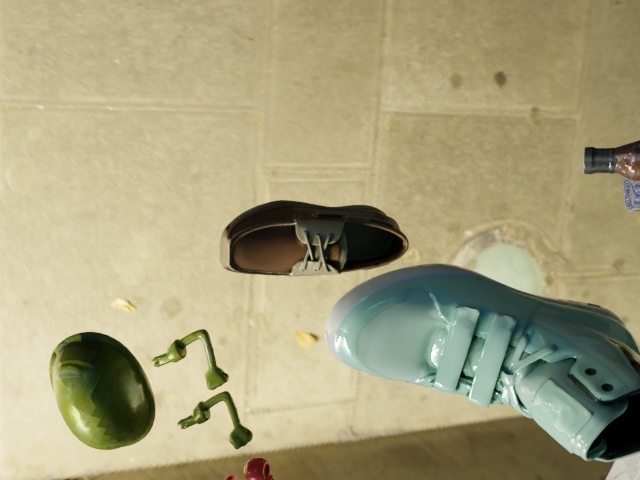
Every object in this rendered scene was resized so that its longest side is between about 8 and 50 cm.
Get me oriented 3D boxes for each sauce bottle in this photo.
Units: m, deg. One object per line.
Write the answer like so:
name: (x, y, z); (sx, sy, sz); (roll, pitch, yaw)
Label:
sauce bottle: (0.310, -0.074, 0.887); (0.128, 0.042, 0.042); (3, 106, 16)

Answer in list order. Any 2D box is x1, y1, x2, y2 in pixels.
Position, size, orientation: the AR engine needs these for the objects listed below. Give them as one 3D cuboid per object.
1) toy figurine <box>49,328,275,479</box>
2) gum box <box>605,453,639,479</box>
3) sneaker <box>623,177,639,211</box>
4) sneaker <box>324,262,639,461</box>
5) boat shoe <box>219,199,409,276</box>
toy figurine: (-0.159, 0.284, 0.861); (0.191, 0.217, 0.362); (-6, 115, 20)
gum box: (0.367, 0.199, 0.934); (0.107, 0.062, 0.188); (22, 102, -4)
sneaker: (0.576, -0.089, 1.642); (0.091, 0.232, 0.081); (-6, 98, 8)
sneaker: (0.137, 0.091, 0.700); (0.256, 0.151, 0.094); (6, 111, -12)
boat shoe: (0.000, 0.000, 1.551); (0.324, 0.120, 0.122); (-8, 109, -29)
